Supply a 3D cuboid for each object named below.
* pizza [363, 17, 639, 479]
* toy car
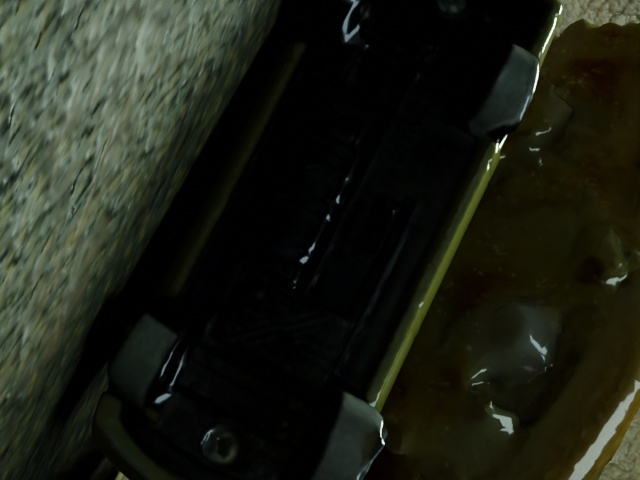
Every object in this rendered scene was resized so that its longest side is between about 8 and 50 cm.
[{"bbox_3d":[0.055,0.003,0.867,0.323,0.223,0.089,-63,148,-24],"label":"pizza"},{"bbox_3d":[0.000,0.000,0.755,0.257,0.101,0.124,-63,-179,-23],"label":"toy car"}]
